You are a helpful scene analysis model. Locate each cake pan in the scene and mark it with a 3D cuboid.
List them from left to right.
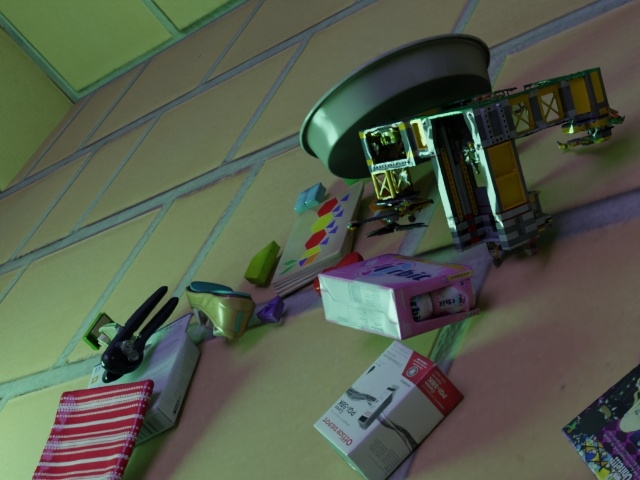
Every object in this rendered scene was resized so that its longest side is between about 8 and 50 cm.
[{"bbox_3d":[0.114,-0.176,1.596,0.293,0.054,0.293,-23,-19,-9],"label":"cake pan"}]

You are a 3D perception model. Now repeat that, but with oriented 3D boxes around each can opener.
[{"bbox_3d":[-0.278,0.136,1.753,0.073,0.059,0.186,-18,32,45],"label":"can opener"}]

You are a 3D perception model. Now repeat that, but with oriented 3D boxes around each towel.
[{"bbox_3d":[-0.339,0.321,1.588,0.199,0.031,0.275,-12,49,40],"label":"towel"}]

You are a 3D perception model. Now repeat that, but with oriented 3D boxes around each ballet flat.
[{"bbox_3d":[-0.158,0.104,1.713,0.232,0.080,0.073,-173,90,-73],"label":"ballet flat"}]

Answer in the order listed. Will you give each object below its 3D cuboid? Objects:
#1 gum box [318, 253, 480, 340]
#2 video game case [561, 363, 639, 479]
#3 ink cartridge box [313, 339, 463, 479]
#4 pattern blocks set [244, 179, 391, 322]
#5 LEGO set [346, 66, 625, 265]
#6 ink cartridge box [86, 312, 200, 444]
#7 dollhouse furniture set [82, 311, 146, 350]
[{"bbox_3d":[0.091,0.063,1.345,0.107,0.062,0.188,-15,11,-26],"label":"gum box"},{"bbox_3d":[0.321,0.151,0.907,0.210,0.042,0.232,-40,23,4],"label":"video game case"},{"bbox_3d":[0.071,0.183,1.232,0.135,0.056,0.099,-45,24,-9],"label":"ink cartridge box"},{"bbox_3d":[0.000,0.000,1.707,0.285,0.026,0.325,-21,31,40],"label":"pattern blocks set"},{"bbox_3d":[0.205,-0.077,1.400,0.255,0.192,0.331,-22,10,-39],"label":"LEGO set"},{"bbox_3d":[-0.283,0.231,1.724,0.223,0.045,0.224,-29,25,26],"label":"ink cartridge box"},{"bbox_3d":[-0.332,0.151,1.907,0.151,0.076,0.058,-11,39,52],"label":"dollhouse furniture set"}]
